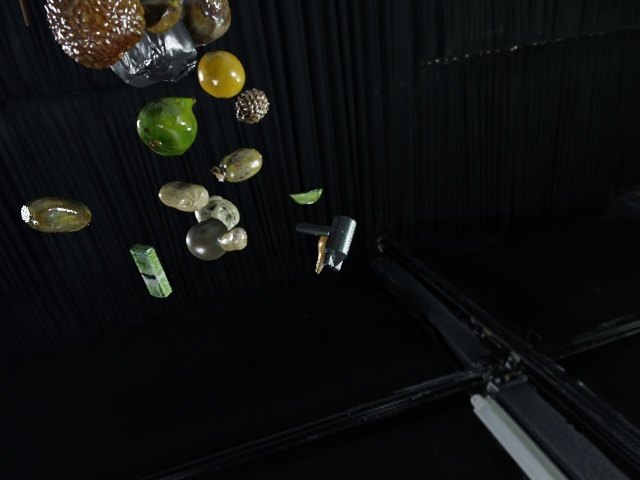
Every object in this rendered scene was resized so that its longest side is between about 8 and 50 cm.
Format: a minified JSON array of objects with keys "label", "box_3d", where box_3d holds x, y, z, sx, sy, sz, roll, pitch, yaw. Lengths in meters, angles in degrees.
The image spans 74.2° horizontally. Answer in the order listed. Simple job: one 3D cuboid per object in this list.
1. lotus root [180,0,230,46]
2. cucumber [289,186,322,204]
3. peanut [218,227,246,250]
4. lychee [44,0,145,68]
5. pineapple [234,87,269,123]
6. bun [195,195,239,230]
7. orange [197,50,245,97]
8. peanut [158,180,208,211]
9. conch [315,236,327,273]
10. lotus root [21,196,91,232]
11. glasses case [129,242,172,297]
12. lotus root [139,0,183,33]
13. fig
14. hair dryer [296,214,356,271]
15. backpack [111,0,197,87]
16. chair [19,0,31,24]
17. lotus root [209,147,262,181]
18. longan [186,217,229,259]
[{"label":"lotus root","box_3d":[-0.481,-0.953,1.760,0.192,0.271,0.272,10,-150,43]},{"label":"cucumber","box_3d":[-0.052,-0.206,1.963,0.220,0.070,0.046,-2,-145,50]},{"label":"peanut","box_3d":[-0.384,0.000,1.869,0.100,0.099,0.214,-31,-170,-40]},{"label":"lychee","box_3d":[-0.657,-0.653,1.225,0.268,0.267,0.267,-6,-154,3]},{"label":"pineapple","box_3d":[-0.359,-0.673,2.151,0.166,0.166,0.193,15,-119,39]},{"label":"bun","box_3d":[-0.551,-0.145,2.251,0.238,0.116,0.209,15,-116,-1]},{"label":"orange","box_3d":[-0.470,-0.788,2.016,0.237,0.236,0.236,-6,-154,3]},{"label":"peanut","box_3d":[-0.596,-0.191,1.841,0.225,0.129,0.129,8,-151,21]},{"label":"conch","box_3d":[0.046,0.029,2.349,0.110,0.329,0.093,25,174,-17]},{"label":"lotus root","box_3d":[-1.174,-0.120,1.884,0.151,0.160,0.275,52,-160,15]},{"label":"glasses case","box_3d":[-0.767,0.140,1.917,0.096,0.272,0.062,12,-138,24]},{"label":"lotus root","box_3d":[-0.517,-0.746,1.385,0.191,0.094,0.108,0,167,34]},{"label":"fig","box_3d":[-0.536,-0.443,1.528,0.204,0.203,0.235,1,-121,18]},{"label":"hair dryer","box_3d":[0.000,0.000,1.993,0.303,0.116,0.244,11,-106,30]},{"label":"backpack","box_3d":[-0.696,-0.780,1.659,0.446,0.362,0.255,-6,-154,40]},{"label":"chair","box_3d":[-0.848,-0.822,1.245,0.186,0.318,0.160,-19,-140,-24]},{"label":"lotus root","box_3d":[-0.409,-0.355,2.057,0.278,0.153,0.154,-33,-145,-29]},{"label":"longan","box_3d":[-0.542,-0.004,2.074,0.197,0.196,0.220,10,-140,32]}]
